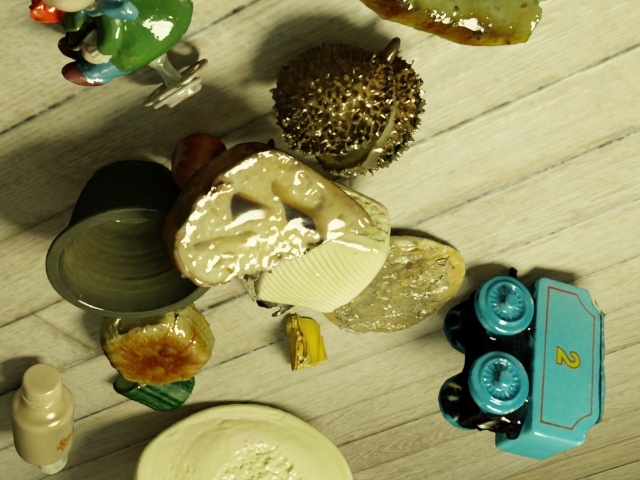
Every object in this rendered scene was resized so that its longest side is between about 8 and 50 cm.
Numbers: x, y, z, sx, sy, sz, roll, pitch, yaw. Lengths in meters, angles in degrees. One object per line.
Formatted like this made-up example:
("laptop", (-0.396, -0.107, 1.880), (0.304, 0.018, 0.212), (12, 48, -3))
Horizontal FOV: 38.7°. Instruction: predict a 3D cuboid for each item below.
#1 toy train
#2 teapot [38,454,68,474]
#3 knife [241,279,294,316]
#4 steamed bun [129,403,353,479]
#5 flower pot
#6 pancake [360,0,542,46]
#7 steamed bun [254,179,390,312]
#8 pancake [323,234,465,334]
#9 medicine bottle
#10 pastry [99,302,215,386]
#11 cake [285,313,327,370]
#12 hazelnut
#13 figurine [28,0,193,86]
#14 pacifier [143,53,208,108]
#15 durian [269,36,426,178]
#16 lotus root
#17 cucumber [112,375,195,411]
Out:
("toy train", (0.358, 0.210, 1.597), (0.265, 0.300, 0.188), (15, 153, -10))
("teapot", (-0.572, 0.442, 1.892), (0.083, 0.064, 0.064), (13, 141, 22))
("knife", (-0.113, 0.002, 1.427), (0.089, 0.043, 0.365), (-41, 142, -13))
("steamed bun", (-0.185, 0.522, 1.895), (0.456, 0.290, 0.371), (2, 146, -20))
("flower pot", (-0.259, -0.016, 1.275), (0.235, 0.148, 0.235), (-6, 141, -5))
("pancake", (0.153, -0.350, 0.998), (0.305, 0.067, 0.427), (-21, 140, 12))
("steamed bun", (0.000, 0.000, 1.363), (0.170, 0.152, 0.238), (16, 147, -18))
("pancake", (0.117, 0.079, 1.568), (0.282, 0.049, 0.282), (-6, 144, -5))
("medicine bottle", (-0.515, 0.318, 1.688), (0.114, 0.114, 0.252), (1, 142, -14))
("pastry", (-0.283, 0.170, 1.562), (0.182, 0.093, 0.192), (-17, 139, 12))
("cake", (-0.020, 0.219, 1.677), (0.080, 0.116, 0.185), (-7, 139, -7))
("hazelnut", (-0.164, -0.103, 1.244), (0.086, 0.086, 0.086), (-6, 143, -5))
("figurine", (-0.266, -0.273, 0.970), (0.185, 0.127, 0.234), (-21, 153, 28))
("pacifier", (-0.188, -0.204, 1.116), (0.099, 0.081, 0.078), (-26, 112, 20))
("durian", (0.041, -0.178, 1.147), (0.196, 0.167, 0.196), (-29, 152, -17))
("lotus root", (-0.079, -0.039, 1.162), (0.261, 0.074, 0.170), (-26, 113, -8))
("cucumber", (-0.318, 0.282, 1.731), (0.116, 0.062, 0.115), (-31, 135, 23))
